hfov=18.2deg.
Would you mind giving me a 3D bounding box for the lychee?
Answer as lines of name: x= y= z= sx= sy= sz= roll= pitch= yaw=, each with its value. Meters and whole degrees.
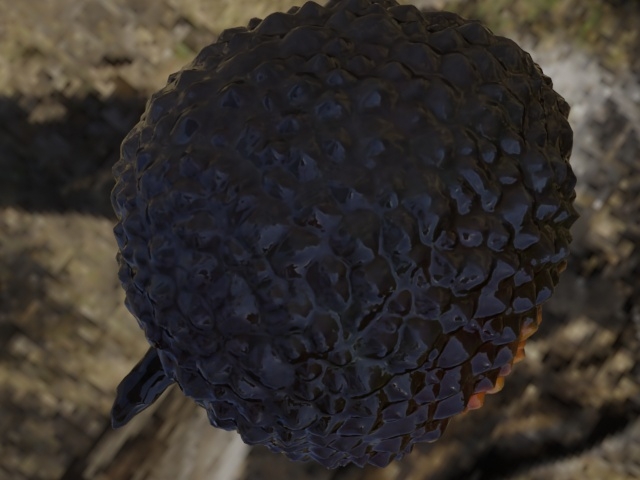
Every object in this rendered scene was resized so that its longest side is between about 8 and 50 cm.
lychee: x=0.000 y=0.000 z=0.702 sx=0.197 sy=0.165 sz=0.165 roll=-32 pitch=118 yaw=22
